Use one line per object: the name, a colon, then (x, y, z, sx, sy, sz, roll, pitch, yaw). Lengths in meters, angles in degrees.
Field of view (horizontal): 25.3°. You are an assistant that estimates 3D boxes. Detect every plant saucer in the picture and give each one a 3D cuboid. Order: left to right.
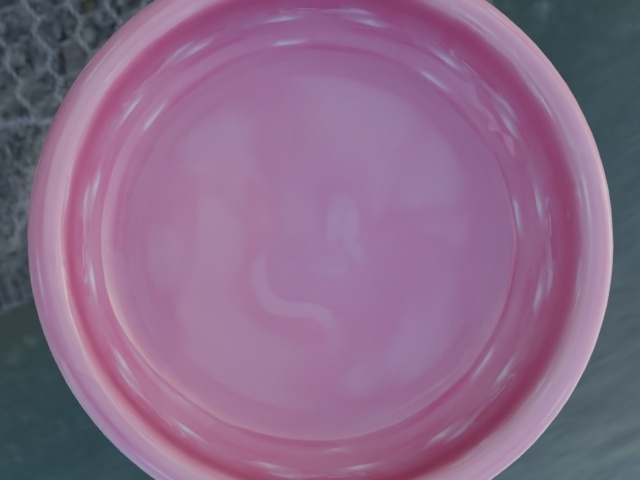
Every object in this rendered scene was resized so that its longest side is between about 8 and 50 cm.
plant saucer: (0.000, 0.000, 0.835, 0.332, 0.332, 0.084, -20, 178, -8)
